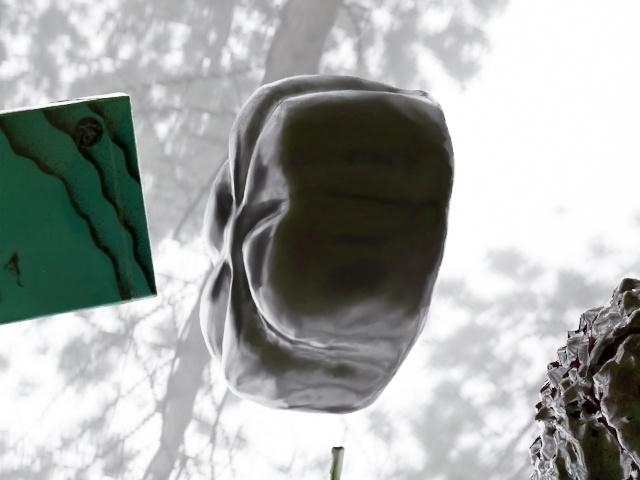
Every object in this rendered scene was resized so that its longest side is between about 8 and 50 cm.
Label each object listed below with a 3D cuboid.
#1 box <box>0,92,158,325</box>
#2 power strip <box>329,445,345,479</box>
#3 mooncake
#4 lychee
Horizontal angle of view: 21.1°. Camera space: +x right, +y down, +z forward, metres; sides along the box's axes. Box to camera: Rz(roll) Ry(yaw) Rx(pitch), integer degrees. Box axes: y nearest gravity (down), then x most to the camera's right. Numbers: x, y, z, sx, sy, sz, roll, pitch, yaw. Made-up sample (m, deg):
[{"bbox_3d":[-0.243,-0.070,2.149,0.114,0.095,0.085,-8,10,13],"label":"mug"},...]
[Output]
[{"bbox_3d":[-0.244,-0.016,1.287,0.226,0.042,0.160,-11,-78,-17],"label":"box"},{"bbox_3d":[0.017,0.236,1.303,0.075,0.175,0.042,4,-165,18],"label":"power strip"},{"bbox_3d":[0.000,0.000,1.201,0.133,0.245,0.244,7,-117,-18],"label":"mooncake"},{"bbox_3d":[0.189,0.101,0.803,0.188,0.188,0.188,5,-117,-10],"label":"lychee"}]
